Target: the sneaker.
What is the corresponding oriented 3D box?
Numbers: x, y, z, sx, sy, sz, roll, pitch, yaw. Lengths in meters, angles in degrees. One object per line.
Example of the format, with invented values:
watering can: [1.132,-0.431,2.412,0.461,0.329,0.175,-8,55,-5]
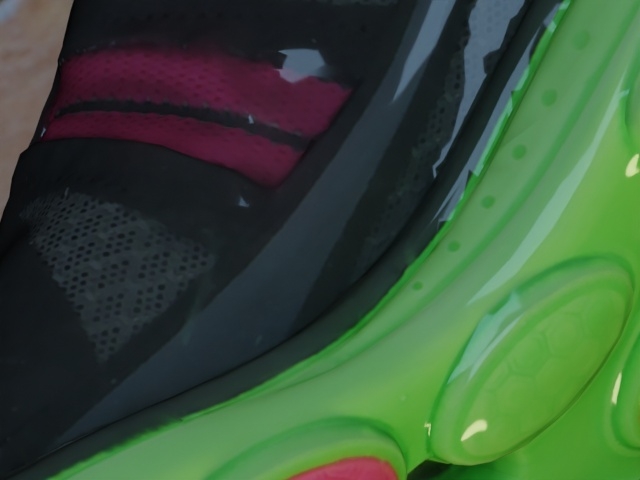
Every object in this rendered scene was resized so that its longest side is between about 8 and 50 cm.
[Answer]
sneaker: [0.000,0.000,0.475,0.483,0.185,0.202,-44,44,-8]
